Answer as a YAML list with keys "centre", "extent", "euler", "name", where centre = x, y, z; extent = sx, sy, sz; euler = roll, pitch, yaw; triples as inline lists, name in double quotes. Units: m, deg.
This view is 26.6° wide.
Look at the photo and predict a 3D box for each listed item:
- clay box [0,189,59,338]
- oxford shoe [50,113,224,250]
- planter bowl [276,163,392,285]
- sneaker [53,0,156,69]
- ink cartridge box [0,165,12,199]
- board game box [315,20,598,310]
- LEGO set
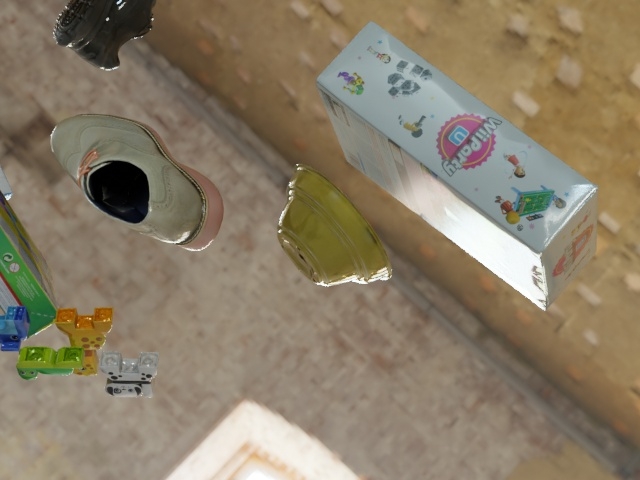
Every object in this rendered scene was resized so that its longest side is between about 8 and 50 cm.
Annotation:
- centre: [-0.346, 0.014, 1.495]
  extent: [0.127, 0.053, 0.222]
  euler: [61, -6, -21]
  name: "clay box"
- centre: [-0.313, -0.112, 2.064]
  extent: [0.397, 0.140, 0.146]
  euler: [28, 10, 41]
  name: "oxford shoe"
- centre: [0.000, 0.000, 1.989]
  extent: [0.217, 0.090, 0.217]
  euler: [46, -14, 15]
  name: "planter bowl"
- centre: [-0.321, -0.411, 2.257]
  extent: [0.130, 0.286, 0.109]
  euler: [41, -10, -36]
  name: "sneaker"
- centre: [-0.520, -0.065, 1.835]
  extent: [0.231, 0.078, 0.134]
  euler: [-36, -103, 45]
  name: "ink cartridge box"
- centre: [0.151, -0.075, 1.461]
  extent: [0.303, 0.097, 0.224]
  euler: [40, -7, 19]
  name: "board game box"
- centre: [-0.268, 0.122, 1.367]
  extent: [0.227, 0.087, 0.093]
  euler: [0, -42, 3]
  name: "LEGO set"
